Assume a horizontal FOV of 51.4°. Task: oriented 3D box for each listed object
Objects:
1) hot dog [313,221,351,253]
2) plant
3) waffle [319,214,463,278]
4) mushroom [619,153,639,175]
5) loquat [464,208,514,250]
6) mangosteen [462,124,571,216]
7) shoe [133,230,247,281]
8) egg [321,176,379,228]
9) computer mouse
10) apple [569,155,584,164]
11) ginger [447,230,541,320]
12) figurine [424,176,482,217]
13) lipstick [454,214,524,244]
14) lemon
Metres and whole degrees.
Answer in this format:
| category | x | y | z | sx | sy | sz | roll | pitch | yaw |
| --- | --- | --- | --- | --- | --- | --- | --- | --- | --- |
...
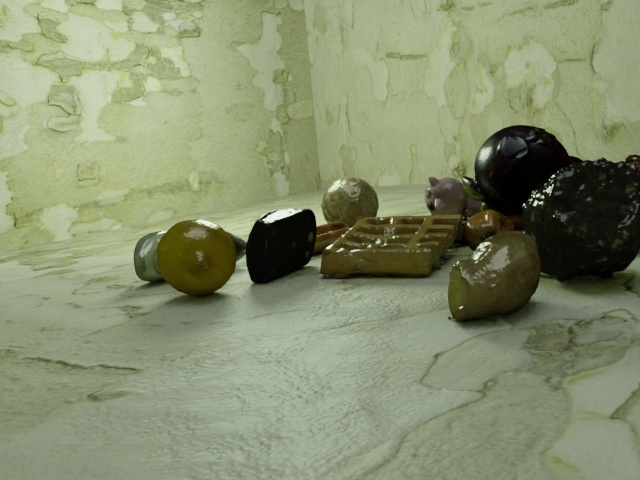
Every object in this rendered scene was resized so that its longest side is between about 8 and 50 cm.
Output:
| category | x | y | z | sx | sy | sz | roll | pitch | yaw |
| --- | --- | --- | --- | --- | --- | --- | --- | --- | --- |
| hot dog | 0.000 | 0.000 | 2.027 | 0.104 | 0.076 | 0.250 | 27 | 31 | 36 |
| plant | 0.537 | -0.016 | 1.397 | 0.215 | 0.213 | 0.312 | -6 | -27 | -6 |
| waffle | 0.186 | 0.010 | 1.714 | 0.304 | 0.078 | 0.348 | 1 | 18 | 24 |
| mushroom | 0.946 | -0.145 | 1.954 | 0.283 | 0.195 | 0.263 | 9 | -11 | -41 |
| loquat | 0.442 | -0.021 | 1.750 | 0.137 | 0.113 | 0.137 | 0 | 22 | 0 |
| mangosteen | 0.599 | -0.195 | 2.000 | 0.311 | 0.311 | 0.311 | -5 | 9 | 1 |
| shoe | -0.342 | 0.030 | 1.820 | 0.210 | 0.132 | 0.342 | -3 | 5 | 30 |
| egg | 0.099 | -0.122 | 2.323 | 0.203 | 0.204 | 0.245 | -7 | 10 | -11 |
| computer mouse | -0.109 | 0.003 | 1.730 | 0.100 | 0.170 | 0.269 | 10 | 15 | 27 |
| apple | 0.787 | -0.172 | 2.178 | 0.233 | 0.234 | 0.234 | -5 | 9 | 1 |
| ginger | 0.325 | 0.061 | 1.207 | 0.267 | 0.138 | 0.152 | -19 | 10 | -39 |
| figurine | 0.476 | -0.114 | 2.318 | 0.287 | 0.176 | 0.186 | 7 | -42 | -35 |
| lipstick | 0.472 | -0.032 | 1.909 | 0.418 | 0.077 | 0.077 | -5 | 9 | -5 |
| lemon | -0.292 | 0.040 | 1.568 | 0.186 | 0.187 | 0.244 | -8 | 12 | -18 |
